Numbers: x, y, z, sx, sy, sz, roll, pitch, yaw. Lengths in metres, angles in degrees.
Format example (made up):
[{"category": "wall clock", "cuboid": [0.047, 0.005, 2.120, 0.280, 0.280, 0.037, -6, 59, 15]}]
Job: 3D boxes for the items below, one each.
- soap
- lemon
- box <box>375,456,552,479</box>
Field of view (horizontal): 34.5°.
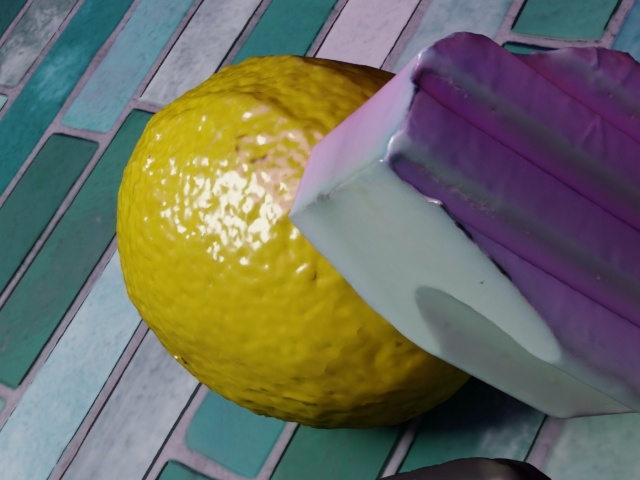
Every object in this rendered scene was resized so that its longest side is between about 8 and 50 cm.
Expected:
[{"category": "soap", "cuboid": [0.152, -0.001, 0.600, 0.109, 0.324, 0.193, -22, 45, 56]}, {"category": "lemon", "cuboid": [0.000, 0.000, 0.737, 0.322, 0.268, 0.268, 8, 64, 39]}, {"category": "box", "cuboid": [0.012, 0.321, 0.564, 0.350, 0.091, 0.359, -26, 59, 31]}]
